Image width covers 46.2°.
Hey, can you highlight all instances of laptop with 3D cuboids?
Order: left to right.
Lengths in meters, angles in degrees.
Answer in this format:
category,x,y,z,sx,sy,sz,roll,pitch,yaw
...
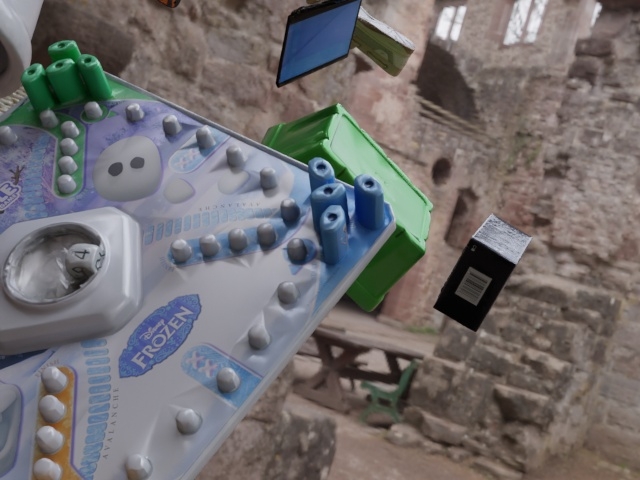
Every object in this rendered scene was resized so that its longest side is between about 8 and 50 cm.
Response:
category,x,y,z,sx,sy,sz,roll,pitch,yaw
laptop,0.060,-0.400,1.417,0.264,0.136,0.234,1,27,43

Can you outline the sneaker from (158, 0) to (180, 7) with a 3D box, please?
category,x,y,z,sx,sy,sz,roll,pitch,yaw
sneaker,-0.298,-0.645,1.767,0.321,0.180,0.124,-2,38,-23

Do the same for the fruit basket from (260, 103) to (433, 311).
category,x,y,z,sx,sy,sz,roll,pitch,yaw
fruit basket,-0.010,-0.047,1.485,0.392,0.392,0.283,16,39,2

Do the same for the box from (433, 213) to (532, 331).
category,x,y,z,sx,sy,sz,roll,pitch,yaw
box,0.295,0.056,1.356,0.093,0.156,0.158,31,29,13

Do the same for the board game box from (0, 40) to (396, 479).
category,x,y,z,sx,sy,sz,roll,pitch,yaw
board game box,-0.204,0.017,0.577,0.390,0.390,0.050,27,-30,25

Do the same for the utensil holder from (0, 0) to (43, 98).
category,x,y,z,sx,sy,sz,roll,pitch,yaw
utensil holder,-0.431,-0.393,0.806,0.328,0.385,0.327,9,-18,3

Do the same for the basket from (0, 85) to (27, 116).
category,x,y,z,sx,sy,sz,roll,pitch,yaw
basket,-0.504,-0.217,1.215,0.167,0.103,0.113,23,-18,-34

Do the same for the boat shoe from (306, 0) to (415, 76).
category,x,y,z,sx,sy,sz,roll,pitch,yaw
boat shoe,0.082,-0.510,1.828,0.302,0.098,0.109,33,32,2
